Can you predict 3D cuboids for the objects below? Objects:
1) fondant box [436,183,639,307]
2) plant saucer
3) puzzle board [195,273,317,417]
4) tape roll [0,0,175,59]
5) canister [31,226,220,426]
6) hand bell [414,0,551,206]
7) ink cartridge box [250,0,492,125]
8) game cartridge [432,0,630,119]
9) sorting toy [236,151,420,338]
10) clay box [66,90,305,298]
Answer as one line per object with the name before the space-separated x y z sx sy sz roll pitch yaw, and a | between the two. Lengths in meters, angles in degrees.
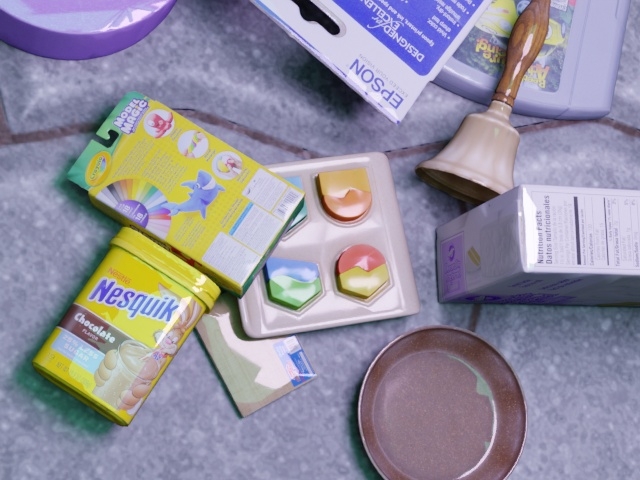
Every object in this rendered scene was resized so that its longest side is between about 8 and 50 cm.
fondant box | 0.321 0.013 1.482 0.330 0.238 0.096 3 79 -16
plant saucer | 0.131 0.193 1.496 0.199 0.036 0.198 3 79 -16
puzzle board | -0.073 0.113 1.466 0.096 0.011 0.128 -27 88 -21
tape roll | -0.269 -0.337 1.461 0.275 0.090 0.274 3 77 -15
canister | -0.200 0.090 1.396 0.126 0.073 0.170 33 73 1
hand bell | 0.208 -0.164 1.526 0.126 0.126 0.242 24 82 -11
ink cartridge box | 0.046 -0.327 1.509 0.304 0.072 0.307 40 72 -9
game cartridge | 0.222 -0.254 1.609 0.294 0.060 0.196 16 79 -13
sorting toy | 0.000 0.000 1.487 0.208 0.038 0.193 -7 75 -18
clay box | -0.142 -0.051 1.437 0.222 0.053 0.127 32 74 7
